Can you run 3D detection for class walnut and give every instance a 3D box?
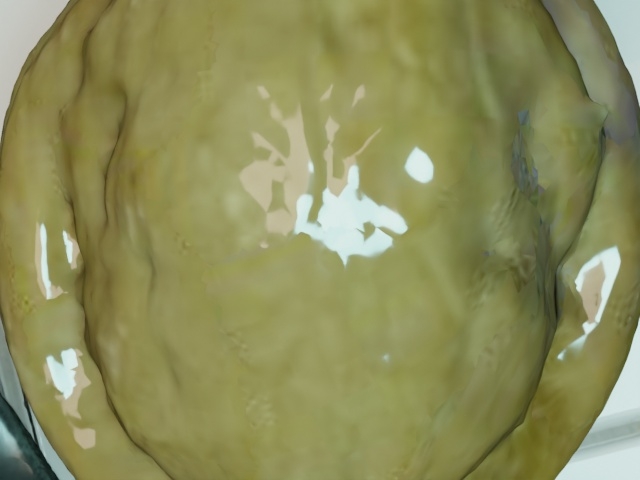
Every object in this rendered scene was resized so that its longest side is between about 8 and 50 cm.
[{"bbox_3d":[0.000,-0.014,1.035,0.383,0.383,0.384,0,89,4],"label":"walnut"}]

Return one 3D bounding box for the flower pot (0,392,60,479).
[{"bbox_3d":[-0.288,0.218,1.096,0.282,0.299,0.299,-34,86,-6],"label":"flower pot"}]
